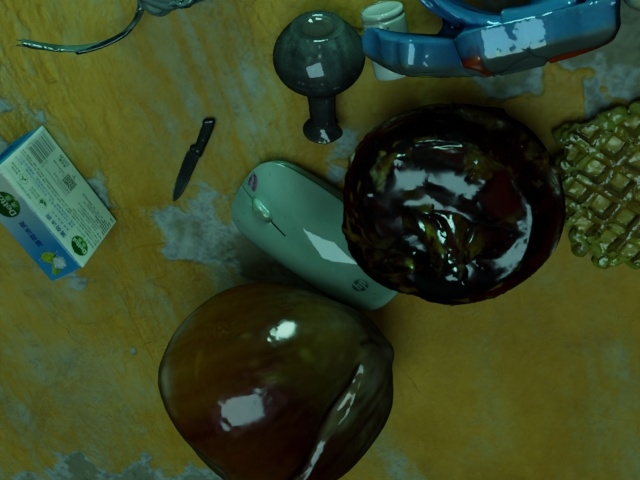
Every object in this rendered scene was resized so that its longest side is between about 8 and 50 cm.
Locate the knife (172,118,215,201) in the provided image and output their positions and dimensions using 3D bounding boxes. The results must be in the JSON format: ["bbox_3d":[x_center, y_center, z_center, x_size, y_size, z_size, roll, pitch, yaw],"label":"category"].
[{"bbox_3d":[-0.196,-0.120,1.287,0.023,0.010,0.170,27,127,-6],"label":"knife"}]

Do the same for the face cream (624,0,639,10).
[{"bbox_3d":[0.507,-0.241,0.940,0.348,0.173,0.081,21,126,-3],"label":"face cream"}]

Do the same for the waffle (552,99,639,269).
[{"bbox_3d":[0.443,-0.070,1.145,0.291,0.051,0.291,6,123,9],"label":"waffle"}]

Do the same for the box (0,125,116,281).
[{"bbox_3d":[-0.419,-0.057,1.303,0.073,0.139,0.194,-22,116,25],"label":"box"}]

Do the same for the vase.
[{"bbox_3d":[0.001,-0.209,1.127,0.120,0.120,0.183,5,140,10],"label":"vase"}]

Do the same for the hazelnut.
[{"bbox_3d":[-0.067,0.218,1.303,0.372,0.315,0.372,-7,140,-6],"label":"hazelnut"}]

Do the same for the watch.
[{"bbox_3d":[0.180,-0.325,0.952,0.305,0.241,0.274,-8,104,16],"label":"watch"}]

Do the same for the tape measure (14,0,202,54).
[{"bbox_3d":[-0.263,-0.345,1.104,0.330,0.084,0.164,-11,118,18],"label":"tape measure"}]

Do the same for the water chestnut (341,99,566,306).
[{"bbox_3d":[0.164,-0.037,1.096,0.300,0.300,0.300,6,125,9],"label":"water chestnut"}]

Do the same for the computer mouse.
[{"bbox_3d":[-0.001,0.004,1.274,0.288,0.097,0.159,31,127,-9],"label":"computer mouse"}]

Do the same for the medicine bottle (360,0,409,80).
[{"bbox_3d":[0.088,-0.258,1.098,0.057,0.057,0.089,-7,122,17],"label":"medicine bottle"}]
